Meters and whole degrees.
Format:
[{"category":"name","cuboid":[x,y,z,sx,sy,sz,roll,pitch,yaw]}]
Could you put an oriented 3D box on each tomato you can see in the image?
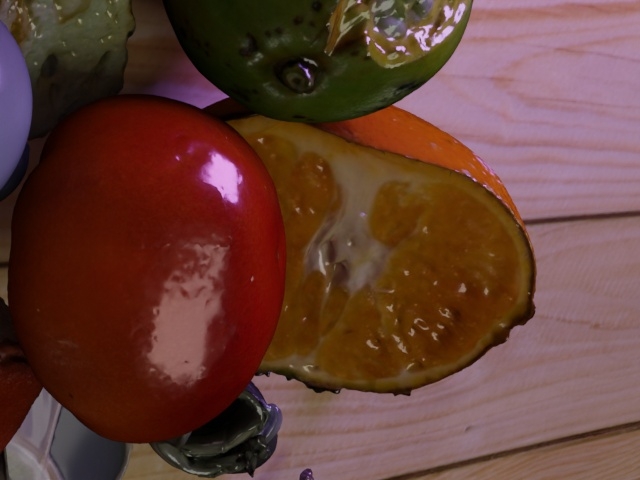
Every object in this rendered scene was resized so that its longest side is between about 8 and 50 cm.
[{"category":"tomato","cuboid":[-0.117,0.015,1.250,0.260,0.180,0.260,2,90,-83]}]

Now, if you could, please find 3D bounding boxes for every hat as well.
[{"category":"hat","cuboid":[-0.274,0.211,1.437,0.232,0.161,0.275,-15,115,-74]}]

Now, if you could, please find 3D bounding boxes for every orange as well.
[{"category":"orange","cuboid":[0.000,-0.004,1.422,0.310,0.274,0.274,-9,131,-27]}]

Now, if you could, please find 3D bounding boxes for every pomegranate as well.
[{"category":"pomegranate","cuboid":[0.006,-0.235,1.281,0.236,0.236,0.302,51,48,-55]}]

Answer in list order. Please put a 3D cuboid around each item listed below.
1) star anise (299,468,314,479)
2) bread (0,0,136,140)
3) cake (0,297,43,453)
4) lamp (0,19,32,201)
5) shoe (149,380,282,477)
[{"category":"star anise","cuboid":[-0.055,0.350,1.860,0.209,0.089,0.231,-38,157,-28]},{"category":"bread","cuboid":[-0.192,-0.167,1.215,0.128,0.088,0.232,-11,140,-31]},{"category":"cake","cuboid":[-0.304,0.136,1.320,0.159,0.158,0.262,-25,141,-29]},{"category":"lamp","cuboid":[-0.283,-0.114,1.092,0.198,0.198,0.244,-19,119,-36]},{"category":"shoe","cuboid":[-0.094,0.182,1.602,0.109,0.149,0.293,-49,144,-2]}]
